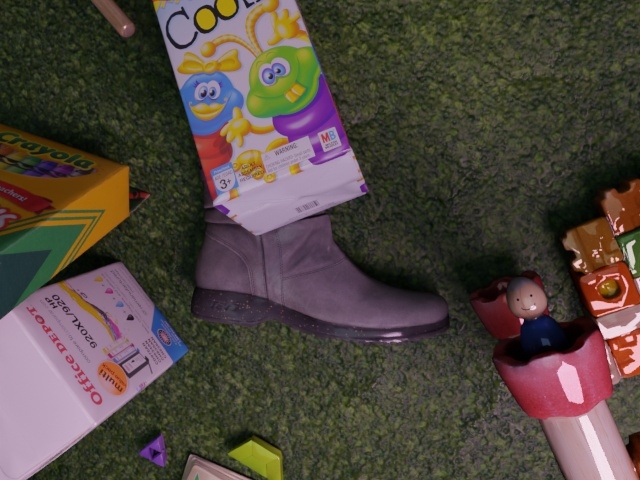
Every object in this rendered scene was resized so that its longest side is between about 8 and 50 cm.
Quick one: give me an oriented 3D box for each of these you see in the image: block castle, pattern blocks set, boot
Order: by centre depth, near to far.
[{"bbox_3d":[0.379,0.035,0.495,0.452,0.303,0.213,-24,92,12],"label":"block castle"},{"bbox_3d":[0.000,0.000,0.666,0.337,0.118,0.223,6,91,4],"label":"boot"},{"bbox_3d":[-0.138,0.410,0.789,0.324,0.026,0.286,35,103,4],"label":"pattern blocks set"}]

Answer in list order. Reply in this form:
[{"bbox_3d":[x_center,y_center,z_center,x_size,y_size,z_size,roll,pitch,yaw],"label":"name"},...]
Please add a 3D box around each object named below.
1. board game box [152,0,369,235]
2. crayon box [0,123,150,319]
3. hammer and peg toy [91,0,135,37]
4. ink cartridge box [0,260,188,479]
[{"bbox_3d":[-0.067,-0.168,0.587,0.144,0.142,0.276,-21,75,6],"label":"board game box"},{"bbox_3d":[-0.368,-0.042,0.621,0.202,0.319,0.081,18,124,7],"label":"crayon box"},{"bbox_3d":[-0.201,-0.424,0.623,0.361,0.127,0.266,-34,90,33],"label":"hammer and peg toy"},{"bbox_3d":[-0.322,0.157,0.683,0.168,0.232,0.171,-37,90,14],"label":"ink cartridge box"}]
